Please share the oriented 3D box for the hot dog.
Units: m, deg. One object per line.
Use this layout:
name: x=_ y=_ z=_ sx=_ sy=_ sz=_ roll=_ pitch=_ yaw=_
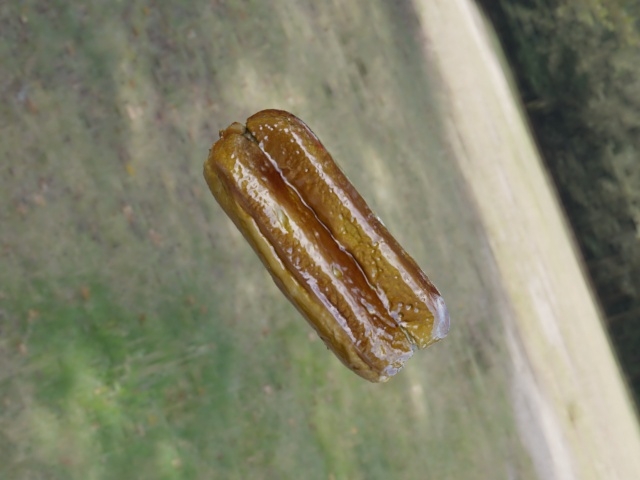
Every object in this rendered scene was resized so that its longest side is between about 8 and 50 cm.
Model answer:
hot dog: x=0.000 y=0.000 z=0.691 sx=0.165 sy=0.071 sz=0.045 roll=51 pitch=-21 yaw=3
